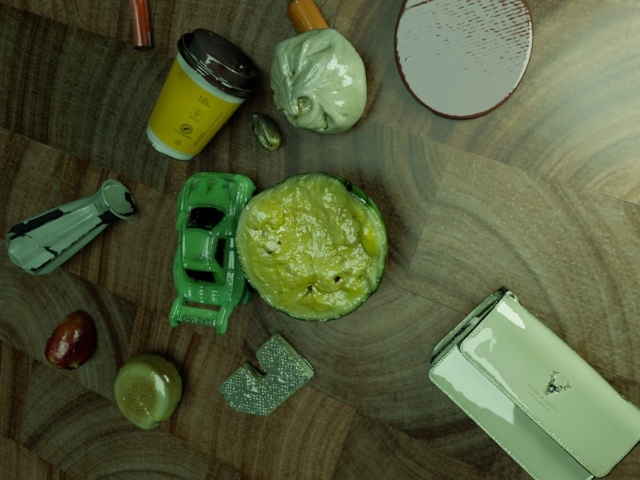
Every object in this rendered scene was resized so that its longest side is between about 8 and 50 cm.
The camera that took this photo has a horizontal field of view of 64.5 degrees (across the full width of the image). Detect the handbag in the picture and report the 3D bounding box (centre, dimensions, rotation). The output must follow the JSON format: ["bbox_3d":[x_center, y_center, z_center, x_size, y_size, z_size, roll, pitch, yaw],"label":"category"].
[{"bbox_3d":[0.425,0.300,1.027,0.358,0.160,0.237,43,103,8],"label":"handbag"}]

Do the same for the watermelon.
[{"bbox_3d":[0.000,0.000,1.112,0.330,0.189,0.331,9,117,18],"label":"watermelon"}]

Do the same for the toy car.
[{"bbox_3d":[-0.254,0.021,1.209,0.213,0.176,0.359,8,101,17],"label":"toy car"}]

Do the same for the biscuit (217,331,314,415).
[{"bbox_3d":[-0.145,0.359,1.298,0.250,0.046,0.147,-44,84,21],"label":"biscuit"}]

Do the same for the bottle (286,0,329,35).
[{"bbox_3d":[-0.038,-0.493,1.099,0.069,0.069,0.187,-29,88,22],"label":"bottle"}]

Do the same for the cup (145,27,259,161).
[{"bbox_3d":[-0.278,-0.325,1.159,0.196,0.196,0.280,48,120,6],"label":"cup"}]

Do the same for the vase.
[{"bbox_3d":[-0.674,-0.037,1.366,0.360,0.165,0.165,-25,91,18],"label":"vase"}]

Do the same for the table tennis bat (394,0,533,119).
[{"bbox_3d":[0.267,-0.449,1.008,0.267,0.051,0.415,-12,97,21],"label":"table tennis bat"}]

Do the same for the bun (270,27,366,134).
[{"bbox_3d":[-0.015,-0.316,1.056,0.230,0.133,0.231,14,134,16],"label":"bun"}]

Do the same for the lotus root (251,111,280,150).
[{"bbox_3d":[-0.128,-0.256,1.181,0.054,0.049,0.099,-30,89,30],"label":"lotus root"}]

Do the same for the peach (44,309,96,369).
[{"bbox_3d":[-0.709,0.294,1.466,0.092,0.127,0.172,22,81,23],"label":"peach"}]

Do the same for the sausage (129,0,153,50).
[{"bbox_3d":[-0.444,-0.545,1.245,0.048,0.050,0.146,13,109,60],"label":"sausage"}]

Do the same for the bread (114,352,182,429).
[{"bbox_3d":[-0.469,0.406,1.392,0.213,0.104,0.214,5,103,22],"label":"bread"}]
